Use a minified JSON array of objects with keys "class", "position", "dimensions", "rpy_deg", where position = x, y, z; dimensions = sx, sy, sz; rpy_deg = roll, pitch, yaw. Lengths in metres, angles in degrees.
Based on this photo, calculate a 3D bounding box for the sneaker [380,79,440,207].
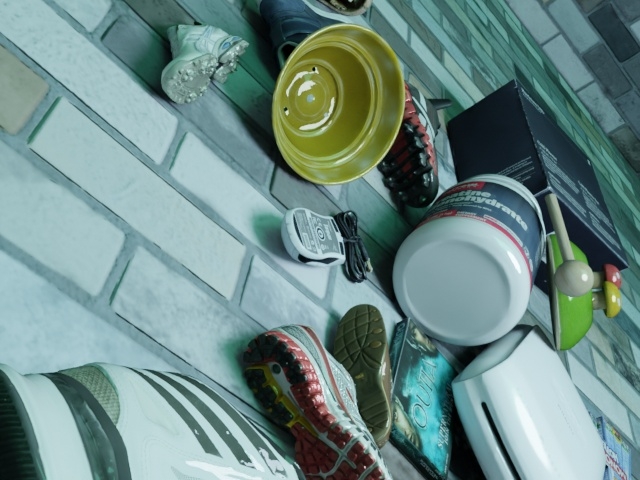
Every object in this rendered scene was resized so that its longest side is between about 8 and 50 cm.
[{"class":"sneaker","position":[0.157,-0.172,1.226],"dimensions":[0.135,0.097,0.276],"rpy_deg":[14,51,-45]}]

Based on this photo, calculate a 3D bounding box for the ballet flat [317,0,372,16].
[{"class":"ballet flat","position":[-0.042,-0.458,1.131],"dimensions":[0.315,0.108,0.106],"rpy_deg":[26,28,-19]}]

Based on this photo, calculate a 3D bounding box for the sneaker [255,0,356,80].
[{"class":"sneaker","position":[0.006,-0.290,1.117],"dimensions":[0.226,0.086,0.164],"rpy_deg":[14,45,-42]}]

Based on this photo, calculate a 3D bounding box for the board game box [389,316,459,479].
[{"class":"board game box","position":[0.130,0.203,0.934],"dimensions":[0.126,0.026,0.186],"rpy_deg":[49,32,-17]}]

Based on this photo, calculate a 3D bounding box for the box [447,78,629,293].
[{"class":"box","position":[0.452,-0.100,1.507],"dimensions":[0.343,0.179,0.313],"rpy_deg":[34,40,-35]}]

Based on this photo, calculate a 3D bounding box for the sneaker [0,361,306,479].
[{"class":"sneaker","position":[-0.062,0.278,0.458],"dimensions":[0.257,0.169,0.448],"rpy_deg":[4,57,-51]}]

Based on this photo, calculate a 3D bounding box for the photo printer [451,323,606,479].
[{"class":"photo printer","position":[0.298,0.264,1.015],"dimensions":[0.307,0.107,0.256],"rpy_deg":[-10,73,-64]}]

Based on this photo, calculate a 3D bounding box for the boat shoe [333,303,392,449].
[{"class":"boat shoe","position":[0.052,0.159,0.839],"dimensions":[0.060,0.064,0.178],"rpy_deg":[70,15,-51]}]

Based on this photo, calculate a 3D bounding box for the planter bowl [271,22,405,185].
[{"class":"planter bowl","position":[0.006,-0.191,0.997],"dimensions":[0.217,0.217,0.090],"rpy_deg":[30,-1,-38]}]

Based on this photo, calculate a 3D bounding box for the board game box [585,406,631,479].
[{"class":"board game box","position":[0.467,0.382,1.223],"dimensions":[0.194,0.060,0.194],"rpy_deg":[47,32,-19]}]

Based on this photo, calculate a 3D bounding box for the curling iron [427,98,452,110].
[{"class":"curling iron","position":[0.209,-0.255,1.432],"dimensions":[0.068,0.035,0.274],"rpy_deg":[56,32,1]}]

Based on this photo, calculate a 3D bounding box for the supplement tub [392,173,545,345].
[{"class":"supplement tub","position":[0.232,0.018,1.079],"dimensions":[0.191,0.191,0.272],"rpy_deg":[55,31,-6]}]

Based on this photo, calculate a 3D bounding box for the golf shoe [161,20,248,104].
[{"class":"golf shoe","position":[-0.161,-0.222,0.874],"dimensions":[0.086,0.069,0.176],"rpy_deg":[35,30,0]}]

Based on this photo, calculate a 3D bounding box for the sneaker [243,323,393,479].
[{"class":"sneaker","position":[0.016,0.181,0.733],"dimensions":[0.225,0.088,0.092],"rpy_deg":[61,30,4]}]

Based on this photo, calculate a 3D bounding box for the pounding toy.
[{"class":"pounding toy","position":[0.407,0.061,1.094],"dimensions":[0.237,0.110,0.183],"rpy_deg":[68,22,-50]}]

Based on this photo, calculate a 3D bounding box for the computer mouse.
[{"class":"computer mouse","position":[0.000,0.000,0.915],"dimensions":[0.193,0.042,0.106],"rpy_deg":[12,58,-57]}]
